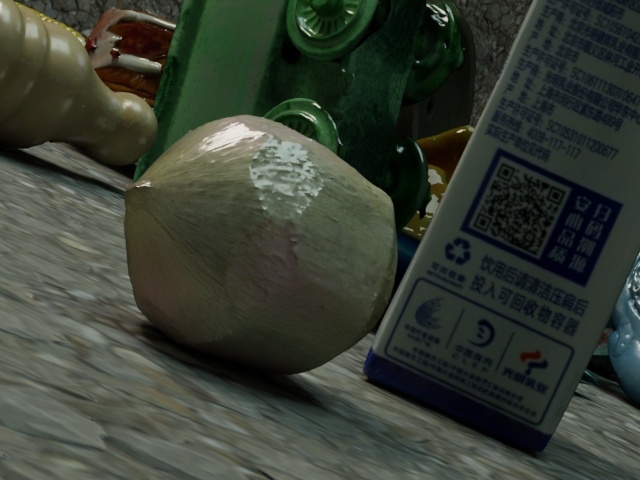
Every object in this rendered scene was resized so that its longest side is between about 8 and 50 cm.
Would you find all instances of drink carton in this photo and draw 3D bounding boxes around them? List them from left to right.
[{"bbox_3d":[0.137,-0.054,0.881,0.106,0.315,0.130,25,4,3],"label":"drink carton"}]

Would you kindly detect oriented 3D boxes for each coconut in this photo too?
[{"bbox_3d":[-0.034,-0.001,0.713,0.124,0.110,0.110,29,0,-35],"label":"coconut"}]

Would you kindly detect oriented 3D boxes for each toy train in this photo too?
[{"bbox_3d":[-0.012,-0.115,1.268,0.202,0.266,0.145,14,-4,38],"label":"toy train"}]

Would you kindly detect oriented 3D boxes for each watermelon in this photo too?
[{"bbox_3d":[0.262,0.088,1.522,0.085,0.061,0.085,31,10,-6],"label":"watermelon"}]

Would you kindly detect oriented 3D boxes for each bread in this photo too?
[{"bbox_3d":[-0.122,-0.114,1.467,0.212,0.142,0.224,26,-6,-15],"label":"bread"}]

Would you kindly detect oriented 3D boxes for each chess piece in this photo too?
[{"bbox_3d":[-0.238,-0.127,1.146,0.307,0.139,0.124,24,34,-37],"label":"chess piece"}]

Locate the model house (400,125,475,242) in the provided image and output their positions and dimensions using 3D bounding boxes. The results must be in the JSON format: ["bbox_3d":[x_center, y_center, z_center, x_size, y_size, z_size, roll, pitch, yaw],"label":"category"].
[{"bbox_3d":[0.115,-0.031,1.442,0.239,0.173,0.268,27,2,30],"label":"model house"}]

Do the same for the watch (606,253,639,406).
[{"bbox_3d":[0.327,0.077,1.410,0.211,0.211,0.193,27,-16,42],"label":"watch"}]

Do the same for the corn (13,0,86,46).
[{"bbox_3d":[-0.326,-0.201,1.704,0.244,0.093,0.093,27,5,34],"label":"corn"}]

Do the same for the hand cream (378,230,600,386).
[{"bbox_3d":[0.090,0.052,1.169,0.120,0.061,0.270,21,-7,40],"label":"hand cream"}]

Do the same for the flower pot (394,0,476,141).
[{"bbox_3d":[0.029,-0.135,1.748,0.213,0.302,0.302,11,0,20],"label":"flower pot"}]
